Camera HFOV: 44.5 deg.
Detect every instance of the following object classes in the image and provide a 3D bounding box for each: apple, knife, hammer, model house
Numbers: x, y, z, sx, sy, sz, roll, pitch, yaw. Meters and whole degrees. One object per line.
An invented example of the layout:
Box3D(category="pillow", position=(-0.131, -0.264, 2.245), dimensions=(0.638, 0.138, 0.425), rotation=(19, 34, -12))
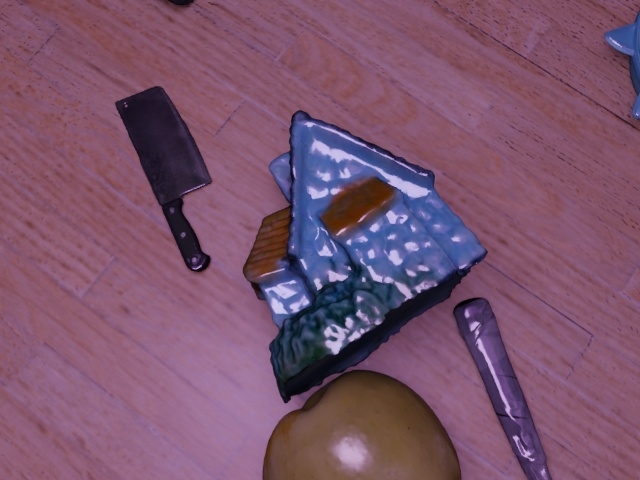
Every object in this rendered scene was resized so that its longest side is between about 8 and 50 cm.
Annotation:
Box3D(category="apple", position=(0.041, 0.223, 0.770), dimensions=(0.200, 0.200, 0.200), rotation=(0, 75, 0))
Box3D(category="knife", position=(-0.171, -0.078, 0.932), dimensions=(0.072, 0.019, 0.245), rotation=(-23, 74, -7))
Box3D(category="hammer", position=(0.228, 0.263, 0.828), dimensions=(0.152, 0.044, 0.427), rotation=(-20, 75, -6))
Box3D(category="model house", position=(0.000, 0.000, 0.784), dimensions=(0.226, 0.261, 0.241), rotation=(-30, 78, -8))

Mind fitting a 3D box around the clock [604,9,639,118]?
Box3D(category="clock", position=(0.480, -0.222, 0.934), dimensions=(0.274, 0.094, 0.223), rotation=(-12, 75, -1))

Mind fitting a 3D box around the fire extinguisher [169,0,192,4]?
Box3D(category="fire extinguisher", position=(-0.295, -0.443, 1.001), dimensions=(0.376, 0.113, 0.200), rotation=(30, 35, 6))
